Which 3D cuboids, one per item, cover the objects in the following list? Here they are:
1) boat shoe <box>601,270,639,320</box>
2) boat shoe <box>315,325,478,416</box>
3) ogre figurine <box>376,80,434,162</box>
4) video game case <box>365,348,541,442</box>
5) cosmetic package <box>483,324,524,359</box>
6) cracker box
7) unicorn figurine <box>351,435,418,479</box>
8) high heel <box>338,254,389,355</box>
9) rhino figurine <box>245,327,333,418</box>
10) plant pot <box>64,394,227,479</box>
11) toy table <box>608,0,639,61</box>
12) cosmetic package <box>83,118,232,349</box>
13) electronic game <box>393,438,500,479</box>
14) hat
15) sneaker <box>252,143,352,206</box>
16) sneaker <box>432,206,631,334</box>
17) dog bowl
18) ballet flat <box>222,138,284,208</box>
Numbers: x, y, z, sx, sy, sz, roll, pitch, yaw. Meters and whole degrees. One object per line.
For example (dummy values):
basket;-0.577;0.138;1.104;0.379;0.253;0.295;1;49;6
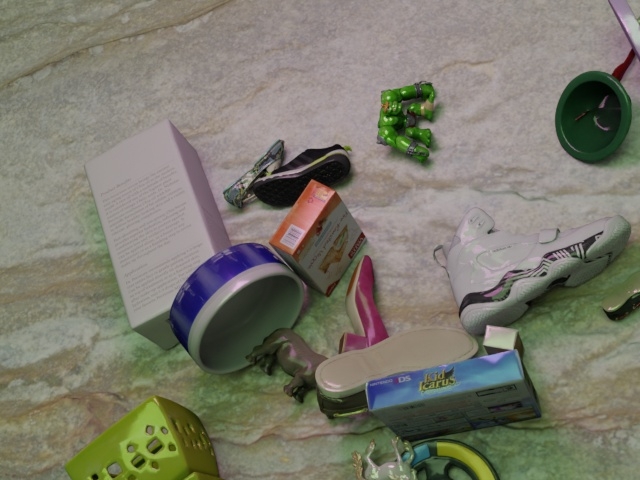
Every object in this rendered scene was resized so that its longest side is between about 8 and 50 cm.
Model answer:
boat shoe;0.587;0.098;1.802;0.133;0.042;0.049;-37;39;1
boat shoe;0.146;0.252;1.833;0.324;0.096;0.116;-15;42;-16
ogre figurine;0.184;-0.262;2.092;0.118;0.097;0.197;5;83;3
video game case;0.243;0.283;1.722;0.270;0.244;0.061;-14;61;14
cosmetic package;0.343;0.199;1.799;0.060;0.115;0.041;7;69;24
cracker box;0.000;0.000;1.951;0.067;0.232;0.155;28;78;27
unicorn figurine;0.133;0.418;1.773;0.162;0.060;0.111;-24;53;35
high heel;0.111;0.144;1.951;0.117;0.082;0.244;15;53;-8
rhino figurine;-0.027;0.269;1.926;0.243;0.073;0.106;37;88;19
plant pot;-0.315;0.463;1.862;0.228;0.227;0.207;-38;65;0
toy table;0.692;-0.415;1.896;0.161;0.252;0.274;-27;92;19
cosmetic package;-0.341;-0.018;2.126;0.230;0.161;0.453;-27;60;8
electronic game;0.219;0.475;1.755;0.229;0.048;0.229;-8;64;16
hat;0.608;-0.267;1.975;0.173;0.184;0.208;44;126;34
sneaker;-0.037;-0.150;2.140;0.235;0.084;0.097;-17;38;11
sneaker;0.395;0.009;1.855;0.366;0.137;0.210;-32;62;8
dog bowl;-0.166;0.137;1.930;0.265;0.265;0.104;-44;58;-3
ballet flat;-0.135;-0.145;2.176;0.188;0.070;0.070;-44;59;-2
